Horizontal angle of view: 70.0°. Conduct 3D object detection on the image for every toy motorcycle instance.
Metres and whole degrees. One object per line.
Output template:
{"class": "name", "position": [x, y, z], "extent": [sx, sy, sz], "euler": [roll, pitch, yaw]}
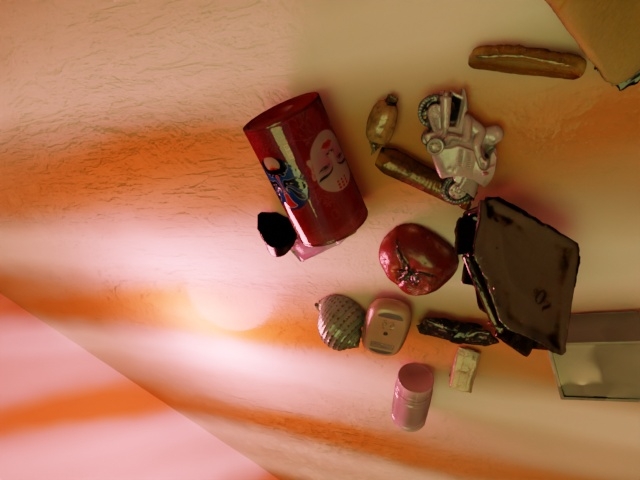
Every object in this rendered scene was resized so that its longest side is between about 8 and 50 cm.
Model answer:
{"class": "toy motorcycle", "position": [0.321, -0.214, 1.021], "extent": [0.171, 0.110, 0.260], "euler": [-19, 109, 12]}

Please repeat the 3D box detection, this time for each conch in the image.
{"class": "conch", "position": [0.055, 0.287, 1.537], "extent": [0.200, 0.131, 0.172], "euler": [31, 135, 0]}

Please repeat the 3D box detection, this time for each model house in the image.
{"class": "model house", "position": [0.427, 0.083, 1.111], "extent": [0.317, 0.297, 0.282], "euler": [26, 178, -1]}

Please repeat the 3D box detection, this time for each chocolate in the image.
{"class": "chocolate", "position": [-0.131, -0.019, 1.412], "extent": [0.148, 0.125, 0.080], "euler": [55, 153, 30]}

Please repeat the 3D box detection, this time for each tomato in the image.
{"class": "tomato", "position": [0.264, 0.073, 1.280], "extent": [0.228, 0.101, 0.227], "euler": [16, 135, 17]}

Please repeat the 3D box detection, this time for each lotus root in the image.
{"class": "lotus root", "position": [0.141, -0.272, 1.079], "extent": [0.072, 0.063, 0.151], "euler": [37, 130, 30]}

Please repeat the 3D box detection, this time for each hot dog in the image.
{"class": "hot dog", "position": [0.401, -0.355, 0.892], "extent": [0.216, 0.066, 0.047], "euler": [13, 88, 19]}

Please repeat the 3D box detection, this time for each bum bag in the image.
{"class": "bum bag", "position": [0.412, 0.279, 1.391], "extent": [0.248, 0.069, 0.102], "euler": [3, 164, 23]}

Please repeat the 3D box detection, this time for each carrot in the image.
{"class": "carrot", "position": [0.257, -0.151, 1.118], "extent": [0.260, 0.070, 0.070], "euler": [27, 134, 4]}

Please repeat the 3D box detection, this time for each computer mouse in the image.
{"class": "computer mouse", "position": [0.211, 0.275, 1.473], "extent": [0.145, 0.082, 0.236], "euler": [10, 127, 5]}

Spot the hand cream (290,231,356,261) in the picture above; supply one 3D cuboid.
{"class": "hand cream", "position": [0.000, 0.001, 1.398], "extent": [0.275, 0.050, 0.079], "euler": [-25, 87, 45]}

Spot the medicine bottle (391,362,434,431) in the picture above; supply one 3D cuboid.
{"class": "medicine bottle", "position": [0.324, 0.559, 1.621], "extent": [0.133, 0.133, 0.249], "euler": [13, 132, 17]}

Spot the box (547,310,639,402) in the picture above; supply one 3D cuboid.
{"class": "box", "position": [0.742, 0.306, 1.214], "extent": [0.225, 0.117, 0.225], "euler": [-9, 121, 32]}

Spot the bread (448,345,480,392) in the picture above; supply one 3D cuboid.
{"class": "bread", "position": [0.474, 0.411, 1.501], "extent": [0.077, 0.105, 0.152], "euler": [15, 100, 16]}

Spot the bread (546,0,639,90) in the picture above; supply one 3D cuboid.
{"class": "bread", "position": [0.502, -0.514, 0.731], "extent": [0.405, 0.242, 0.346], "euler": [17, 139, -34]}

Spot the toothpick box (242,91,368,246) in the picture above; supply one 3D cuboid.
{"class": "toothpick box", "position": [-0.030, -0.174, 1.155], "extent": [0.204, 0.204, 0.333], "euler": [-9, 122, 32]}
